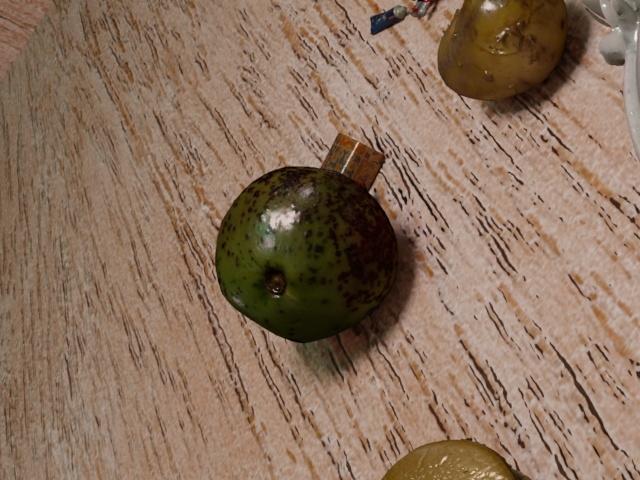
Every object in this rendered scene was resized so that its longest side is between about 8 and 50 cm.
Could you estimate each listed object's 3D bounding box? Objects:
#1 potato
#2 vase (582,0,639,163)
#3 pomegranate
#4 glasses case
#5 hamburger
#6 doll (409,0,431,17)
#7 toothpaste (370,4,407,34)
[{"bbox_3d":[0.201,-0.223,1.646,0.176,0.137,0.137,131,155,-68],"label":"potato"},{"bbox_3d":[0.354,-0.163,1.252,0.250,0.250,0.445,-50,27,23],"label":"vase"},{"bbox_3d":[0.000,0.000,1.746,0.214,0.214,0.248,-36,6,40],"label":"pomegranate"},{"bbox_3d":[-0.002,-0.026,1.883,0.218,0.049,0.075,-62,29,2],"label":"glasses case"},{"bbox_3d":[0.130,0.281,1.355,0.189,0.122,0.215,-8,56,49],"label":"hamburger"},{"bbox_3d":[0.148,-0.325,1.897,0.114,0.039,0.057,-43,7,47],"label":"doll"},{"bbox_3d":[0.088,-0.294,1.987,0.083,0.019,0.027,-18,69,57],"label":"toothpaste"}]
